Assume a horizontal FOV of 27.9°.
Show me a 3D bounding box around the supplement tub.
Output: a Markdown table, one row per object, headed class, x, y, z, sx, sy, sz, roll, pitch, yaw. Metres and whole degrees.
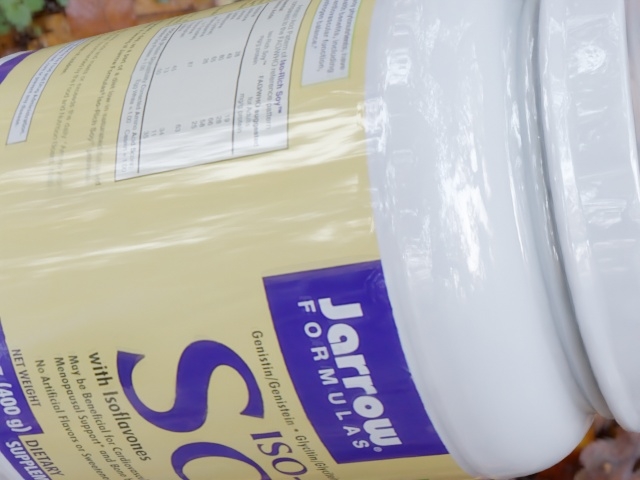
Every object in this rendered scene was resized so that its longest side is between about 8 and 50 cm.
| class | x | y | z | sx | sy | sz | roll | pitch | yaw |
| --- | --- | --- | --- | --- | --- | --- | --- | --- | --- |
| supplement tub | 0.000 | 0.000 | 0.613 | 0.331 | 0.241 | 0.241 | -9 | 47 | 22 |
